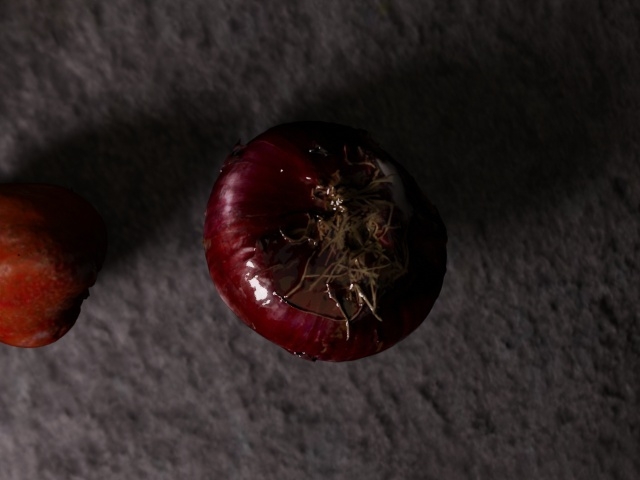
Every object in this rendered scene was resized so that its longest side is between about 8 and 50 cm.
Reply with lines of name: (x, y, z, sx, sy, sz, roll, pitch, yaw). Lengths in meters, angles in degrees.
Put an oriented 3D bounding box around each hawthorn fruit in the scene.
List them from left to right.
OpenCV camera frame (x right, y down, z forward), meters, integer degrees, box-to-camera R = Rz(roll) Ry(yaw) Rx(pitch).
hawthorn fruit: (-0.342, 0.018, 1.008, 0.202, 0.185, 0.185, 18, 90, -10)

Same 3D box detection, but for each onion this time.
onion: (0.000, 0.000, 1.144, 0.314, 0.232, 0.314, 8, 70, -21)
